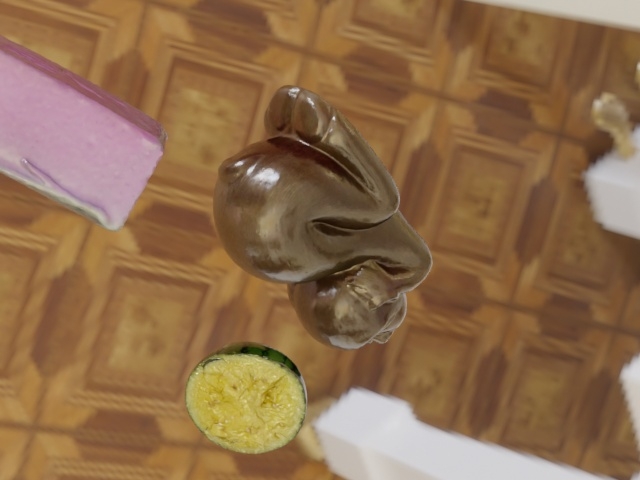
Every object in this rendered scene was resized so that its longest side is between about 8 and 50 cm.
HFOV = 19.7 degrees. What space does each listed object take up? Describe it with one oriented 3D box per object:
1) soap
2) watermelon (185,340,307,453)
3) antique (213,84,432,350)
[{"bbox_3d":[-0.209,-0.090,1.388,0.181,0.259,0.081,28,92,-6],"label":"soap"},{"bbox_3d":[-0.061,0.127,1.566,0.062,0.105,0.105,-77,158,-62],"label":"watermelon"},{"bbox_3d":[0.000,0.000,1.602,0.143,0.121,0.257,-56,141,-19],"label":"antique"}]
